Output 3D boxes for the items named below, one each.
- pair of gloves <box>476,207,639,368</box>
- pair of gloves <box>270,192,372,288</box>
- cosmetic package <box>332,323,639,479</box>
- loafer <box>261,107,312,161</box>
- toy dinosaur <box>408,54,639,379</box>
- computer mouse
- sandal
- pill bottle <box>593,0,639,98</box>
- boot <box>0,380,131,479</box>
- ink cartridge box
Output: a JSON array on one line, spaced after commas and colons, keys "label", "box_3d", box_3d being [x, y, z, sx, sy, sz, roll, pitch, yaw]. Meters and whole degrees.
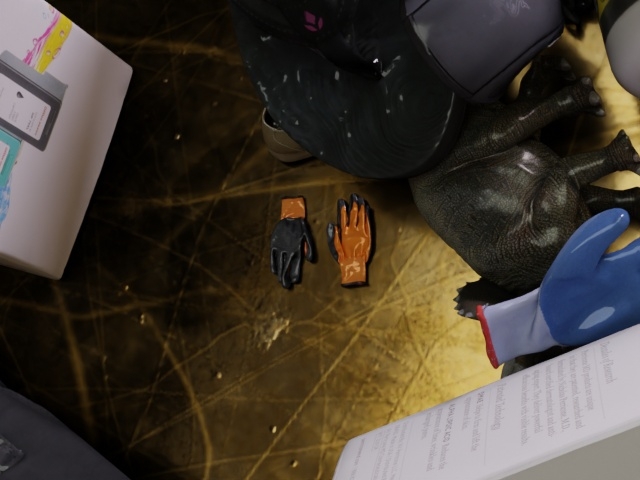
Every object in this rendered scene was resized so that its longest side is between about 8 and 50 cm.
[{"label": "pair of gloves", "box_3d": [0.188, 0.072, 0.822, 0.159, 0.198, 0.023, -20, 25, 6]}, {"label": "pair of gloves", "box_3d": [0.000, 0.000, 0.982, 0.083, 0.010, 0.074, -2, 76, 22]}, {"label": "cosmetic package", "box_3d": [0.215, 0.165, 0.740, 0.385, 0.156, 0.217, -22, 100, 12]}, {"label": "loafer", "box_3d": [0.020, -0.102, 0.978, 0.148, 0.050, 0.056, -24, 70, 14]}, {"label": "toy dinosaur", "box_3d": [0.126, -0.045, 0.886, 0.160, 0.121, 0.313, -28, 71, 6]}, {"label": "computer mouse", "box_3d": [0.107, -0.203, 0.838, 0.060, 0.262, 0.184, -33, 96, 35]}, {"label": "sandal", "box_3d": [-0.030, -0.246, 0.893, 0.168, 0.107, 0.445, -24, 79, 30]}, {"label": "pill bottle", "box_3d": [0.253, -0.274, 0.856, 0.188, 0.188, 0.334, -14, 72, 17]}, {"label": "boot", "box_3d": [-0.275, 0.296, 0.955, 0.445, 0.146, 0.367, 34, 92, 20]}, {"label": "ink cartridge box", "box_3d": [-0.315, -0.109, 0.989, 0.198, 0.270, 0.197, 14, 81, 23]}]
